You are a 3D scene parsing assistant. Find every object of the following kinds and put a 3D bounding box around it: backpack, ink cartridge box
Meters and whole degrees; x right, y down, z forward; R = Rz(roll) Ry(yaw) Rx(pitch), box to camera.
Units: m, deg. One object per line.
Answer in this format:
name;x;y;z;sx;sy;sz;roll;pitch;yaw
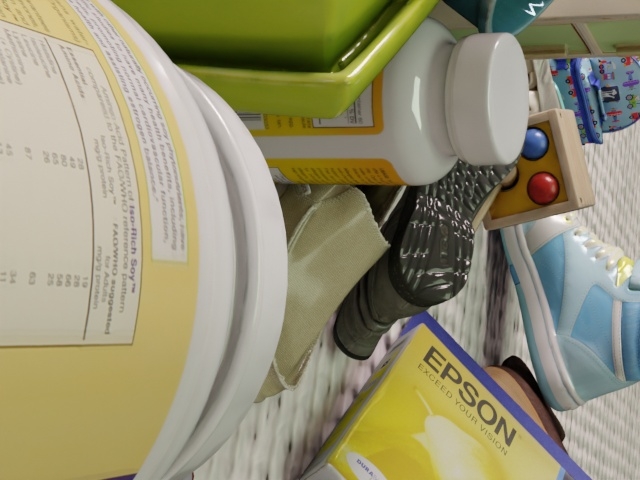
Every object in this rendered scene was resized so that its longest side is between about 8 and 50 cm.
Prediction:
backpack;0.341;-0.197;1.455;0.117;0.173;0.158;-58;141;-45
ink cartridge box;0.155;0.228;1.056;0.303;0.072;0.307;45;41;-3

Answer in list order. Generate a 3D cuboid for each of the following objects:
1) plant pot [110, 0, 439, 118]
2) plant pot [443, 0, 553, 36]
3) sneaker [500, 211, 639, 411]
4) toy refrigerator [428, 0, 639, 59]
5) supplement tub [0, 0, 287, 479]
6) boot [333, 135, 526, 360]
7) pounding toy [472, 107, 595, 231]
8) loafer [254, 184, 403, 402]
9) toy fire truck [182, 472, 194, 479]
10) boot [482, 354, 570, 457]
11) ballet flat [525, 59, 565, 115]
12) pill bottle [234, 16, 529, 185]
plant pot;-0.043;-0.197;0.655;0.227;0.228;0.207;-54;145;-48
plant pot;0.097;-0.323;0.822;0.272;0.255;0.272;-50;167;-15
sneaker;0.332;0.024;1.361;0.127;0.208;0.319;11;65;-64
toy refrigerator;0.230;-0.229;1.128;0.102;0.269;0.094;28;66;-61
supplement tub;-0.177;0.004;0.373;0.331;0.241;0.241;9;84;-62
boot;0.083;-0.023;1.008;0.083;0.161;0.246;32;60;-10
pounding toy;0.214;-0.064;1.283;0.100;0.141;0.130;-8;84;-63
loafer;0.000;0.000;0.883;0.102;0.092;0.269;59;41;-47
toy fire truck;-0.148;0.255;0.570;0.254;0.169;0.302;99;15;-47
boot;0.259;0.243;1.316;0.248;0.090;0.207;57;22;11
ballet flat;0.244;-0.192;1.378;0.072;0.068;0.213;-170;-109;-79
pill bottle;0.032;-0.097;0.812;0.117;0.208;0.118;-6;96;-63
